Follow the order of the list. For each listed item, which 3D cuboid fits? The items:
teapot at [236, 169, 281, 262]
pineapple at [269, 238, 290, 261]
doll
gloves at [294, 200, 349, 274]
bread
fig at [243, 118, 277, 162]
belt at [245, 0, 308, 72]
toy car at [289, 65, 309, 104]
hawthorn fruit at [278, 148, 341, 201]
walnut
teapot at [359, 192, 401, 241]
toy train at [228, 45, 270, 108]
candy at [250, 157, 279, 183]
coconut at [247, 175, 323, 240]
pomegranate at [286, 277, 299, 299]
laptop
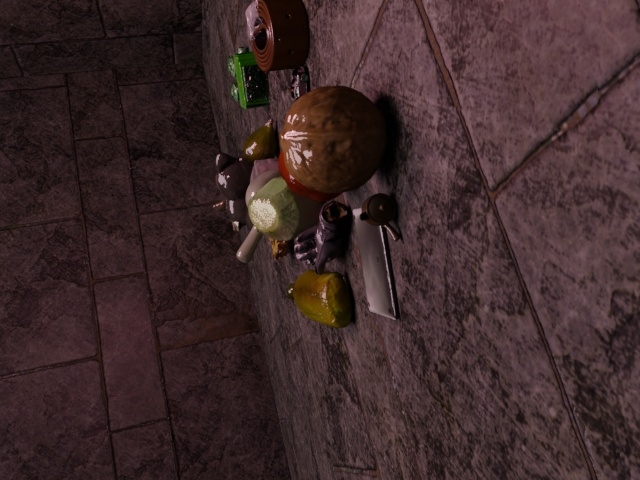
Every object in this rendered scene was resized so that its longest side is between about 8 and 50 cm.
[{"bbox_3d":[-0.196,-0.098,1.920,0.220,0.318,0.149,55,148,-9],"label":"teapot"},{"bbox_3d":[-0.165,-0.020,2.292,0.225,0.076,0.224,173,90,-75],"label":"pineapple"},{"bbox_3d":[-0.328,-0.235,2.616,0.379,0.252,0.382,18,126,37],"label":"doll"},{"bbox_3d":[0.011,-0.002,1.580,0.285,0.119,0.142,130,141,-53],"label":"gloves"},{"bbox_3d":[-0.005,0.179,1.752,0.383,0.112,0.166,176,85,-75],"label":"bread"},{"bbox_3d":[-0.231,-0.378,2.197,0.185,0.133,0.126,114,179,-58],"label":"fig"},{"bbox_3d":[-0.137,-0.626,1.708,0.339,0.122,0.217,-136,37,-66],"label":"belt"},{"bbox_3d":[-0.064,-0.446,1.682,0.069,0.055,0.142,-135,36,-60],"label":"toy car"},{"bbox_3d":[0.004,-0.210,1.394,0.225,0.197,0.196,-62,32,26],"label":"hawthorn fruit"},{"bbox_3d":[0.024,-0.209,1.178,0.228,0.228,0.228,170,90,-75],"label":"walnut"},{"bbox_3d":[0.126,-0.041,1.199,0.110,0.085,0.080,60,166,-1],"label":"teapot"},{"bbox_3d":[-0.286,-0.645,2.250,0.188,0.132,0.243,-138,38,-60],"label":"toy train"},{"bbox_3d":[-0.186,-0.197,2.144,0.195,0.137,0.184,115,143,-62],"label":"candy"},{"bbox_3d":[-0.098,-0.104,1.754,0.204,0.236,0.236,46,155,14],"label":"coconut"},{"bbox_3d":[-0.097,0.188,2.183,0.073,0.073,0.084,-149,50,-71],"label":"pomegranate"},{"bbox_3d":[0.128,0.049,1.357,0.188,0.015,0.269,177,83,-75],"label":"laptop"}]
